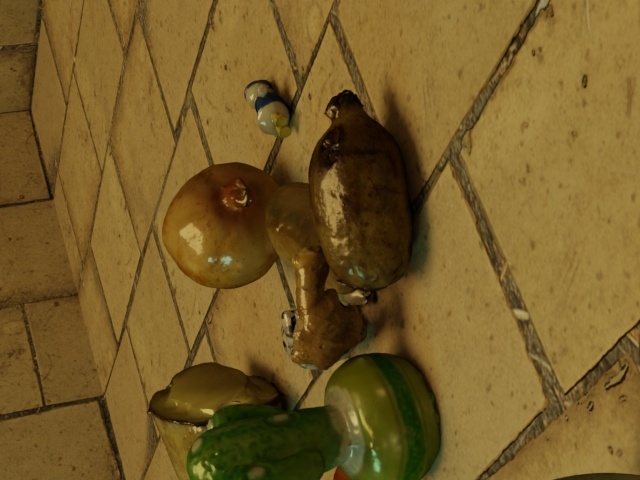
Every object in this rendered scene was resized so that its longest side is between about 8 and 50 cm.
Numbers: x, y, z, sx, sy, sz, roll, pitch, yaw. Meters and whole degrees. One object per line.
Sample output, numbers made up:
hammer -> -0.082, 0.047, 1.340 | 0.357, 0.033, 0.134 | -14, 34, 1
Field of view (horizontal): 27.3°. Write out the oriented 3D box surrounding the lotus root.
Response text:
lotus root -> 0.046, -0.062, 1.663 | 0.145, 0.128, 0.260 | -172, 75, -79

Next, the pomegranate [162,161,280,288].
pomegranate -> -0.149, -0.024, 2.075 | 0.207, 0.207, 0.207 | 171, 90, -69

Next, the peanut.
peanut -> 0.000, 0.000, 1.836 | 0.110, 0.120, 0.236 | 41, -176, -39

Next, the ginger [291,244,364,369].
ginger -> 0.010, 0.089, 1.714 | 0.067, 0.096, 0.165 | -119, 28, -79

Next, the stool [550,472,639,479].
stool -> 0.264, 0.336, 1.193 | 0.195, 0.195, 0.199 | -157, 55, -66

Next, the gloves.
gloves -> 0.011, 0.123, 1.856 | 0.212, 0.127, 0.111 | -164, 57, -71

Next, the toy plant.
toy plant -> -0.021, 0.257, 1.709 | 0.224, 0.315, 0.185 | -145, 49, -59

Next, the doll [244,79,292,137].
doll -> -0.084, -0.208, 2.036 | 0.143, 0.057, 0.099 | 56, 168, 50

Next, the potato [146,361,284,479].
potato -> -0.166, 0.351, 2.281 | 0.285, 0.242, 0.243 | 9, 108, 48

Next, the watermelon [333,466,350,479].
watermelon -> 0.072, 0.375, 1.840 | 0.193, 0.137, 0.145 | 119, 172, -58
